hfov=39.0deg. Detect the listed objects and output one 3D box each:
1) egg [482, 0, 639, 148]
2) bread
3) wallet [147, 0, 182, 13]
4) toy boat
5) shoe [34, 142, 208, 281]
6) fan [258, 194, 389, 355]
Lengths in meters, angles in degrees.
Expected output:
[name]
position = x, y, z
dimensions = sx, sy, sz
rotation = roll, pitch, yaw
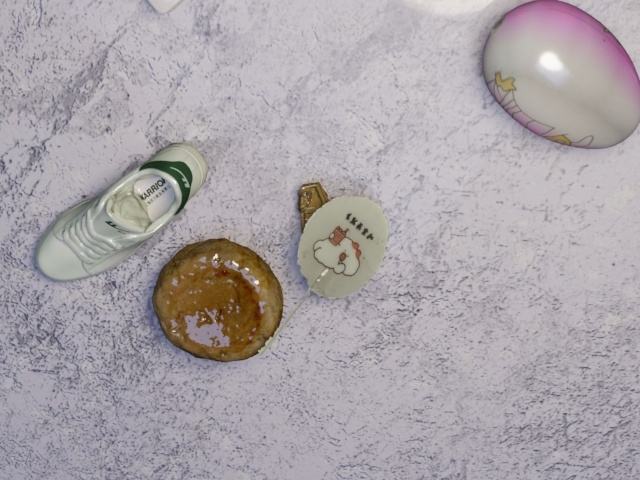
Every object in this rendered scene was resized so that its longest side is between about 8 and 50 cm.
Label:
[egg]
position = 0.372, -0.246, 1.384
dimensions = 0.196, 0.196, 0.271
rotation = -39, 114, 15
[bread]
position = -0.175, 0.099, 1.576
dimensions = 0.230, 0.123, 0.229
rotation = 3, 108, 8
[wallet]
position = -0.213, -0.447, 1.430
dimensions = 0.190, 0.033, 0.095
rotation = -35, 106, 15
[toy boat]
position = 0.000, 0.000, 1.556
dimensions = 0.065, 0.072, 0.206
rotation = -8, 108, 8
[shoe]
position = -0.351, -0.025, 1.522
dimensions = 0.363, 0.160, 0.131
rotation = -34, 102, 14
[fan]
position = -0.004, 0.064, 1.529
dimensions = 0.329, 0.009, 0.191
rotation = -53, 129, -6
